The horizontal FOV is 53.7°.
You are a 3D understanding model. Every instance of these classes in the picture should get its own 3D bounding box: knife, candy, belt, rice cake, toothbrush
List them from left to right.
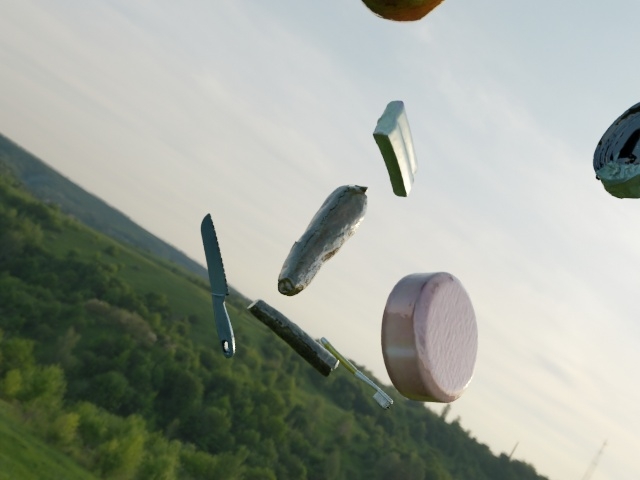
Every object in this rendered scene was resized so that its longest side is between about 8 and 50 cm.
[{"bbox_3d":[-0.192,0.093,1.194,0.044,0.019,0.313,7,-63,27],"label":"knife"},{"bbox_3d":[0.066,0.275,1.343,0.021,0.024,0.288,56,-12,-31],"label":"toothbrush"},{"bbox_3d":[0.138,-0.158,1.109,0.042,0.080,0.222,17,-17,23],"label":"rice cake"},{"bbox_3d":[0.211,0.184,1.183,0.094,0.256,0.255,-7,-34,39],"label":"candy"},{"bbox_3d":[0.597,-0.165,1.164,0.078,0.198,0.151,36,9,-35],"label":"belt"}]

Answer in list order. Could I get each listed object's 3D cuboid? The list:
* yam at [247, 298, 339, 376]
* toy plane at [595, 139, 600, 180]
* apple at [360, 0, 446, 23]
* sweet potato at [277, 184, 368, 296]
[{"bbox_3d":[-0.067,0.243,1.600,0.274,0.061,0.061,42,-10,-9],"label":"yam"},{"bbox_3d":[0.849,-0.198,1.643,0.246,0.169,0.078,7,-14,23],"label":"toy plane"},{"bbox_3d":[0.180,-0.543,1.214,0.226,0.246,0.246,3,-20,22],"label":"apple"},{"bbox_3d":[0.000,0.000,1.001,0.075,0.273,0.075,21,-43,21],"label":"sweet potato"}]
